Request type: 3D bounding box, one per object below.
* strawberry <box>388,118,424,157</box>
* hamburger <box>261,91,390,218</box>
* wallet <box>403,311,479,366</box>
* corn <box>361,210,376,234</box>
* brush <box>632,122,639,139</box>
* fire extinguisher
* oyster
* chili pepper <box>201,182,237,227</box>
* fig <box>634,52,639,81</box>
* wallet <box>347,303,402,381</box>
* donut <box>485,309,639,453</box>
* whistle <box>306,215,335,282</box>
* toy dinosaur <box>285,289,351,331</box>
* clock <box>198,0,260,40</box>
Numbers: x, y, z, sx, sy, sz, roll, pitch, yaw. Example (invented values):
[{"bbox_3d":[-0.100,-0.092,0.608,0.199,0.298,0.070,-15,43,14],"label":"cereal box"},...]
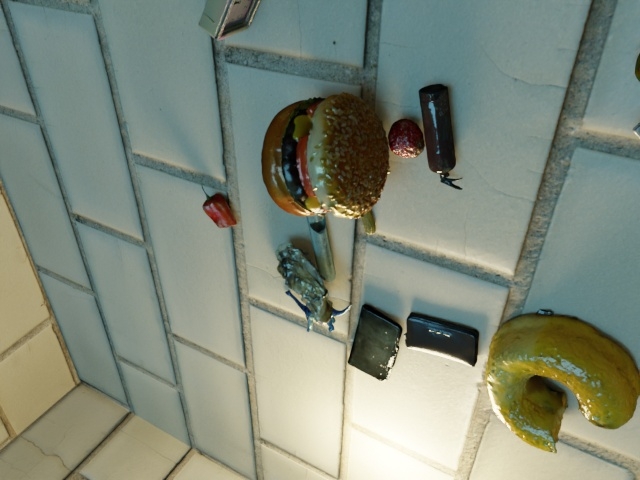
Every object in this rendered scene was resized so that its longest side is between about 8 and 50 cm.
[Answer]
[{"bbox_3d":[0.225,-0.262,1.425,0.106,0.106,0.106,19,131,24],"label":"strawberry"},{"bbox_3d":[0.027,-0.217,1.440,0.250,0.330,0.330,7,125,40],"label":"hamburger"},{"bbox_3d":[0.384,0.318,1.779,0.250,0.044,0.149,14,125,28],"label":"wallet"},{"bbox_3d":[0.145,-0.060,1.676,0.037,0.037,0.092,-1,118,36],"label":"corn"},{"bbox_3d":[0.779,-0.145,1.151,0.321,0.050,0.060,42,134,-9],"label":"brush"},{"bbox_3d":[0.307,-0.252,1.387,0.089,0.072,0.267,11,127,38],"label":"fire extinguisher"},{"bbox_3d":[-0.057,0.142,1.862,0.351,0.115,0.238,53,170,36],"label":"oyster"},{"bbox_3d":[-0.377,-0.123,1.976,0.086,0.084,0.192,-25,110,10],"label":"chili pepper"},{"bbox_3d":[0.709,-0.359,1.009,0.149,0.149,0.245,45,117,-1],"label":"fig"},{"bbox_3d":[0.194,0.370,1.953,0.172,0.045,0.318,27,134,21],"label":"wallet"},{"bbox_3d":[0.641,0.410,1.574,0.378,0.163,0.435,40,137,6],"label":"donut"},{"bbox_3d":[0.000,0.000,1.807,0.062,0.062,0.312,9,127,31],"label":"whistle"},{"bbox_3d":[0.002,0.265,1.996,0.329,0.076,0.144,8,119,45],"label":"toy dinosaur"},{"bbox_3d":[-0.224,-0.629,1.439,0.071,0.147,0.192,43,136,2],"label":"clock"}]
